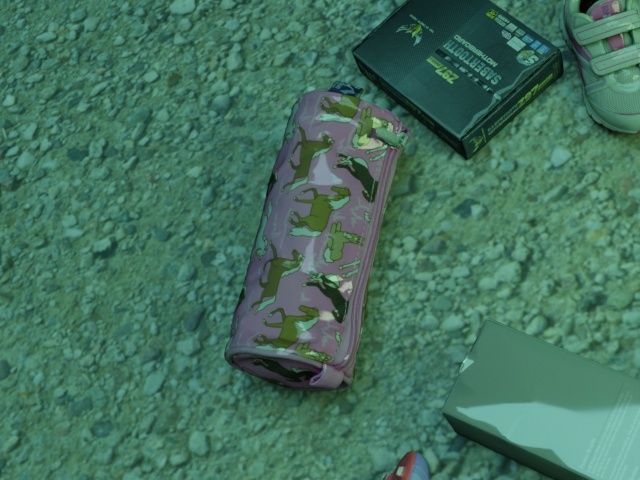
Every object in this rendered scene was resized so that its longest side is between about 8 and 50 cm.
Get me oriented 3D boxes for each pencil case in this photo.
[{"bbox_3d":[0.000,0.000,1.218,0.160,0.167,0.386,20,68,-12],"label":"pencil case"}]

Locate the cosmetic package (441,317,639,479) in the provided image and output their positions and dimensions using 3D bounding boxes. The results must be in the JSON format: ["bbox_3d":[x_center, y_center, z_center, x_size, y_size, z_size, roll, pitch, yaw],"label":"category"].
[{"bbox_3d":[0.267,0.194,1.065,0.238,0.107,0.127,23,73,29],"label":"cosmetic package"}]

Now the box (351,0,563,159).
[{"bbox_3d":[0.184,-0.245,1.334,0.183,0.059,0.232,-42,59,-4],"label":"box"}]

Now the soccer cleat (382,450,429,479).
[{"bbox_3d":[0.096,0.357,1.061,0.095,0.083,0.248,18,63,-6],"label":"soccer cleat"}]

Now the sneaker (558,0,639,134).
[{"bbox_3d":[0.368,-0.248,1.245,0.103,0.111,0.252,-22,60,7],"label":"sneaker"}]
